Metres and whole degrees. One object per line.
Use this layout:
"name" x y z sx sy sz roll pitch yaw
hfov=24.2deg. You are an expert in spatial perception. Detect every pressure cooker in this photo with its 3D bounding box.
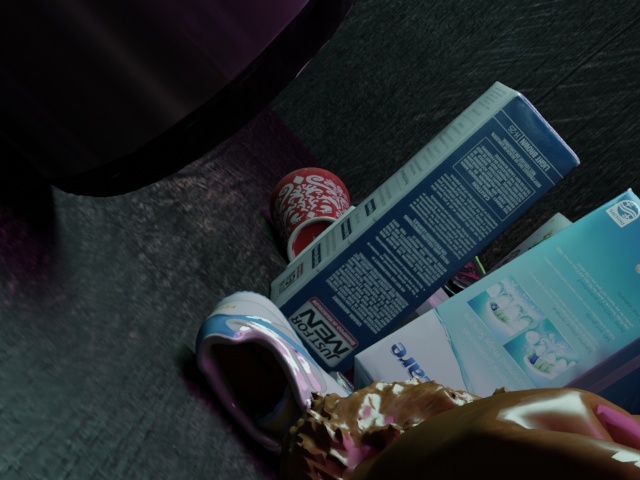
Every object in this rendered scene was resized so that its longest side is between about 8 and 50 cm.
"pressure cooker" -0.201 -0.282 1.062 0.370 0.375 0.420 -8 -45 49

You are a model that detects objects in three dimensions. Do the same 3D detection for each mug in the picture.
"mug" 0.006 -0.008 2.022 0.150 0.113 0.169 45 10 -19

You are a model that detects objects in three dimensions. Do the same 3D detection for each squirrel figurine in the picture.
"squirrel figurine" 0.190 0.179 0.926 0.370 0.281 0.397 -12 19 -37

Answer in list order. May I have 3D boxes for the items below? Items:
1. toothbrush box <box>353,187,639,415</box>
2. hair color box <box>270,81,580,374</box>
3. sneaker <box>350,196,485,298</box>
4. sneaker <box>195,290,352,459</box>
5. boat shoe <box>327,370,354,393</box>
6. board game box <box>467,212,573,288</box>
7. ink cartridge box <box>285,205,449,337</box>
"toothbrush box" 0.180 0.120 1.308 0.126 0.296 0.216 51 -17 25
"hair color box" 0.104 -0.014 1.602 0.105 0.347 0.174 48 6 -7
"sneaker" 0.156 0.073 2.241 0.202 0.185 0.483 31 11 -50
"sneaker" -0.009 0.142 1.137 0.229 0.087 0.092 43 16 -3
"boat shoe" 0.079 0.192 1.488 0.206 0.065 0.075 47 7 -19
"board game box" 0.226 0.154 1.640 0.224 0.303 0.097 47 5 -11
"ink cartridge box" 0.121 0.131 1.865 0.306 0.131 0.226 51 7 33
